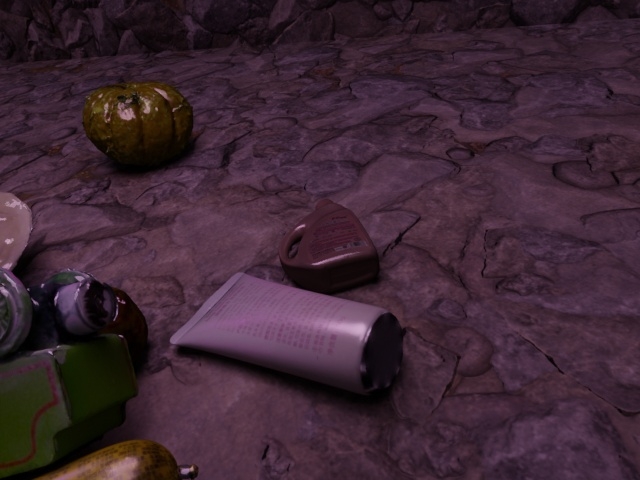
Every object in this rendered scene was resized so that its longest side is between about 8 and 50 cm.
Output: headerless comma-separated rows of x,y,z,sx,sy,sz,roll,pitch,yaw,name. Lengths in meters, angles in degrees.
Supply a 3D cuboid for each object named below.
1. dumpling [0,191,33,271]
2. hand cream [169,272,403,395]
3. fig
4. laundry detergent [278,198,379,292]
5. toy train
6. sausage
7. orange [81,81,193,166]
-0.723,0.013,0.970,0.316,0.233,0.395,-26,48,-11,dumpling
-0.054,0.135,0.773,0.359,0.118,0.185,8,42,34,hand cream
-0.353,0.153,0.770,0.166,0.144,0.154,-34,18,-12,fig
0.000,0.000,0.958,0.171,0.076,0.237,-15,36,-8,laundry detergent
-0.393,0.168,0.622,0.307,0.248,0.173,-18,-6,8,toy train
-0.300,0.320,0.539,0.347,0.123,0.123,-20,37,-16,sausage
-0.508,-0.320,1.388,0.301,0.223,0.300,14,26,29,orange
